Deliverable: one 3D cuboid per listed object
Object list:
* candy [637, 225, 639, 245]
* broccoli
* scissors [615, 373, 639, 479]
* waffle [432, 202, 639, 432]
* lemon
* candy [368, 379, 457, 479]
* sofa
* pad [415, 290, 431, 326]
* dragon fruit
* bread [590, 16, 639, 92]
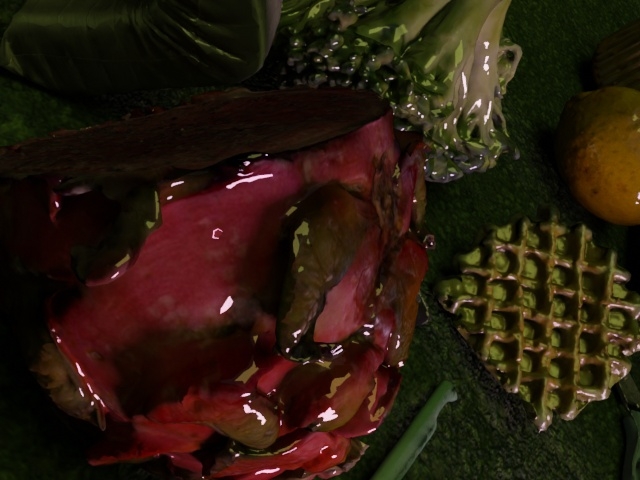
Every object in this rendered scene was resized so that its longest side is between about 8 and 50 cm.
[{"bbox_3d":[0.505,-0.002,1.200,0.145,0.070,0.275,55,38,-29],"label":"candy"},{"bbox_3d":[0.082,-0.212,0.877,0.334,0.272,0.324,62,4,20],"label":"broccoli"},{"bbox_3d":[0.379,0.190,0.999,0.191,0.029,0.360,-1,65,-40],"label":"scissors"},{"bbox_3d":[0.245,0.071,0.895,0.204,0.054,0.223,-34,79,-15],"label":"waffle"},{"bbox_3d":[0.407,-0.117,1.128,0.170,0.170,0.207,-29,83,-47],"label":"lemon"},{"bbox_3d":[0.023,0.218,0.637,0.119,0.119,0.440,53,35,-1],"label":"candy"},{"bbox_3d":[-0.144,-0.244,0.671,0.176,0.226,0.210,72,23,-49],"label":"sofa"},{"bbox_3d":[-0.003,0.031,0.780,0.233,0.022,0.174,-18,77,-44],"label":"pad"},{"bbox_3d":[-0.079,0.049,0.555,0.314,0.296,0.262,-30,119,-50],"label":"dragon fruit"},{"bbox_3d":[0.576,-0.243,1.368,0.288,0.156,0.204,41,52,-16],"label":"bread"}]
